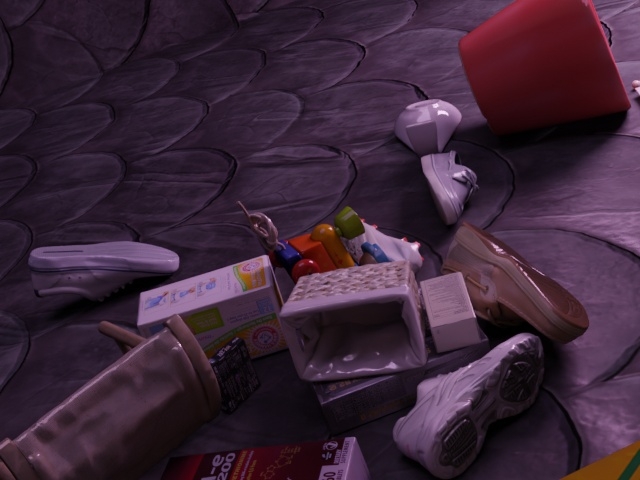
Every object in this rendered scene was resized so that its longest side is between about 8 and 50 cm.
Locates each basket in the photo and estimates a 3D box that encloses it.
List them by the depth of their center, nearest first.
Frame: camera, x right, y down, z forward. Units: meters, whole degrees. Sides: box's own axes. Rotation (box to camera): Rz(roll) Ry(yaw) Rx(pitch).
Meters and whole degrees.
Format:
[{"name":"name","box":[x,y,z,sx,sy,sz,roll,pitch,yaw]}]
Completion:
[{"name":"basket","box":[0.047,0.098,1.268,0.167,0.113,0.103,-10,27,14]}]

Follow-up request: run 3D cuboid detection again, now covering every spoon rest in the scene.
[{"name":"spoon rest","box":[0.203,-0.213,1.927,0.137,0.084,0.276,-11,15,12]}]

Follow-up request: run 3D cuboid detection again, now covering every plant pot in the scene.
[{"name":"plant pot","box":[0.397,-0.321,1.811,0.243,0.275,0.275,-21,25,18]}]

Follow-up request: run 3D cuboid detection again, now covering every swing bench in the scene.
[{"name":"swing bench","box":[-0.275,0.229,1.223,0.253,0.165,0.255,-37,14,-29]}]

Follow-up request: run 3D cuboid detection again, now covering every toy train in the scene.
[{"name":"toy train","box":[0.000,0.000,1.432,0.143,0.248,0.105,-37,30,-10]}]

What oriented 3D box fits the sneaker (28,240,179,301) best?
[{"name":"sneaker","box":[-0.380,0.057,1.768,0.258,0.091,0.094,0,21,-9]}]

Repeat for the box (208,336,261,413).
[{"name":"box","box":[-0.120,0.184,1.369,0.018,0.083,0.067,9,39,40]}]

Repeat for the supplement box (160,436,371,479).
[{"name":"supplement box","box":[-0.073,0.301,1.135,0.240,0.073,0.130,-11,28,18]}]

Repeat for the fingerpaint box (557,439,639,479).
[{"name":"fingerpaint box","box":[0.272,0.295,0.526,0.371,0.444,0.163,-23,28,-9]}]

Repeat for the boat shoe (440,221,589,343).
[{"name":"boat shoe","box":[0.250,0.073,1.344,0.098,0.109,0.302,-58,28,10]}]

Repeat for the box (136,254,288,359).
[{"name":"box","box":[-0.154,0.117,1.480,0.203,0.114,0.103,-18,26,2]}]

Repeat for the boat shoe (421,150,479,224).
[{"name":"boat shoe","box":[0.221,-0.100,1.683,0.081,0.079,0.227,-20,24,8]}]

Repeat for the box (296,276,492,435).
[{"name":"box","box":[0.092,0.148,1.333,0.231,0.056,0.183,-21,28,-5]}]

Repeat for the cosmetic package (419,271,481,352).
[{"name":"cosmetic package","box":[0.165,0.091,1.286,0.060,0.041,0.115,-13,28,7]}]

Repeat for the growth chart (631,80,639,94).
[{"name":"growth chart","box":[0.649,-0.263,1.779,0.172,0.021,0.237,-12,28,12]}]

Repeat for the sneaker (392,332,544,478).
[{"name":"sneaker","box":[0.172,0.178,1.196,0.232,0.090,0.115,-34,28,-29]}]

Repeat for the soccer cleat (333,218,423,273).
[{"name":"soccer cleat","box":[0.075,0.016,1.579,0.076,0.068,0.196,-38,36,-27]}]
